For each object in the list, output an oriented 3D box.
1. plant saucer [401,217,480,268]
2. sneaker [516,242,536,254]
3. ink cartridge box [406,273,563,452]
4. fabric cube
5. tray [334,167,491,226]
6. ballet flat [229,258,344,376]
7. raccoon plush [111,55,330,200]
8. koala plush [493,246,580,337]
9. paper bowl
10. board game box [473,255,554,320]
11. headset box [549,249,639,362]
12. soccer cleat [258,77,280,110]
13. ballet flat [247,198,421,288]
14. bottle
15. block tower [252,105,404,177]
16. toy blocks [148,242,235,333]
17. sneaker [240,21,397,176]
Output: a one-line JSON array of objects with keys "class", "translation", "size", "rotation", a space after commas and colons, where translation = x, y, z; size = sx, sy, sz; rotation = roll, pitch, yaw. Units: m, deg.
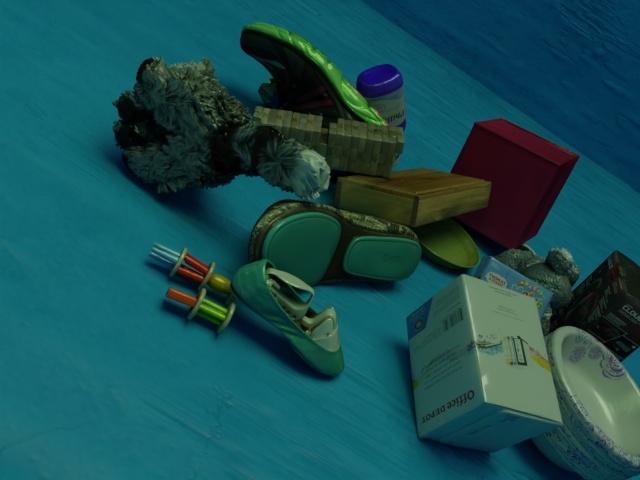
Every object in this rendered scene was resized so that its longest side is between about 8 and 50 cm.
[{"class": "plant saucer", "translation": [0.286, -0.009, 1.610], "size": [0.241, 0.037, 0.241], "rotation": [26, 31, -17]}, {"class": "sneaker", "translation": [0.571, 0.026, 1.837], "size": [0.061, 0.053, 0.152], "rotation": [4, 42, -47]}, {"class": "ink cartridge box", "translation": [0.267, 0.213, 1.097], "size": [0.168, 0.171, 0.232], "rotation": [19, 50, -23]}, {"class": "fabric cube", "translation": [0.515, -0.165, 1.794], "size": [0.254, 0.258, 0.259], "rotation": [32, 27, 24]}, {"class": "tray", "translation": [0.232, -0.114, 1.539], "size": [0.203, 0.076, 0.411], "rotation": [16, 18, 32]}, {"class": "ballet flat", "translation": [-0.028, 0.119, 1.007], "size": [0.247, 0.087, 0.083], "rotation": [43, 28, -18]}, {"class": "raccoon plush", "translation": [-0.166, -0.190, 1.217], "size": [0.446, 0.216, 0.299], "rotation": [31, 26, 7]}, {"class": "koala plush", "translation": [0.475, 0.104, 1.433], "size": [0.203, 0.196, 0.221], "rotation": [29, -1, 1]}, {"class": "paper bowl", "translation": [0.484, 0.316, 1.223], "size": [0.284, 0.148, 0.284], "rotation": [27, 40, -25]}, {"class": "board game box", "translation": [0.347, 0.160, 1.286], "size": [0.160, 0.211, 0.039], "rotation": [29, -6, -12]}, {"class": "headset box", "translation": [0.628, 0.173, 1.449], "size": [0.110, 0.293, 0.218], "rotation": [36, 29, 0]}, {"class": "soccer cleat", "translation": [-0.074, -0.417, 1.761], "size": [0.121, 0.093, 0.289], "rotation": [35, 30, 3]}, {"class": "ballet flat", "translation": [0.000, 0.000, 1.226], "size": [0.182, 0.164, 0.483], "rotation": [31, 16, 38]}, {"class": "bottle", "translation": [0.165, -0.316, 1.701], "size": [0.118, 0.283, 0.092], "rotation": [-22, 47, -10]}, {"class": "block tower", "translation": [0.014, -0.220, 1.458], "size": [0.335, 0.097, 0.091], "rotation": [7, 34, -2]}, {"class": "toy blocks", "translation": [-0.201, 0.066, 0.994], "size": [0.148, 0.054, 0.123], "rotation": [28, 30, -13]}, {"class": "sneaker", "translation": [-0.026, -0.327, 1.555], "size": [0.483, 0.202, 0.185], "rotation": [45, 4, -2]}]
